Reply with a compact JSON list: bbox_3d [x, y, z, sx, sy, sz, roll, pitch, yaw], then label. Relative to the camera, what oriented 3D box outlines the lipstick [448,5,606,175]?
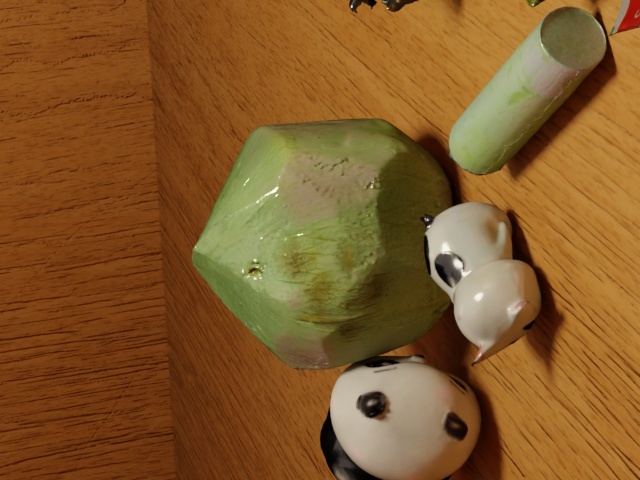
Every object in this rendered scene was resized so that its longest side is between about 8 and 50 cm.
[{"bbox_3d":[0.207,-0.149,1.813,0.304,0.076,0.076,125,135,-68],"label":"lipstick"}]

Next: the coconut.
[{"bbox_3d":[0.000,0.000,2.146,0.281,0.328,0.328,-127,32,-62],"label":"coconut"}]

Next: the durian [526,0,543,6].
[{"bbox_3d":[0.185,-0.419,1.670,0.198,0.163,0.394,-3,96,55],"label":"durian"}]

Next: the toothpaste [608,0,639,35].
[{"bbox_3d":[0.312,-0.229,1.466,0.301,0.048,0.075,170,87,-76],"label":"toothpaste"}]

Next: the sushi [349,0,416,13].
[{"bbox_3d":[0.076,-0.385,1.966,0.200,0.213,0.204,49,165,22],"label":"sushi"}]

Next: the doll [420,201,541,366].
[{"bbox_3d":[0.182,0.042,1.947,0.110,0.107,0.180,-58,45,34],"label":"doll"}]

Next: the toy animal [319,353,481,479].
[{"bbox_3d":[0.100,0.231,2.170,0.235,0.187,0.165,107,172,-64],"label":"toy animal"}]
